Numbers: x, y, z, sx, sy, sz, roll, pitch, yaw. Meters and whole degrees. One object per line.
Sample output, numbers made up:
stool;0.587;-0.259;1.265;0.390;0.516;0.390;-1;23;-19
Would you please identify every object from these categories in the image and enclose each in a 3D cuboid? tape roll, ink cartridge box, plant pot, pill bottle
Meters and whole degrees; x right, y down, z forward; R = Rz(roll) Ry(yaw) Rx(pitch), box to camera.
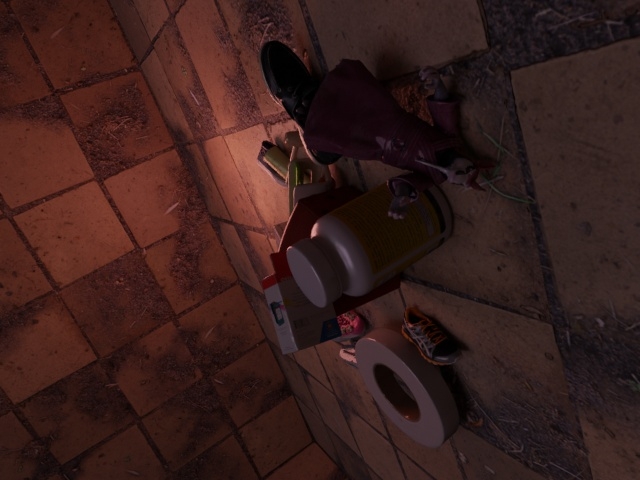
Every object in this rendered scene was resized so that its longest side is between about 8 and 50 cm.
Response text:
tape roll;0.255;0.452;1.411;0.392;0.072;0.392;44;151;32
ink cartridge box;-0.112;0.046;1.801;0.209;0.086;0.153;86;159;-47
ink cartridge box;-0.052;0.140;1.098;0.078;0.134;0.231;-30;74;52
plant pot;0.055;0.006;1.235;0.267;0.267;0.236;41;138;41
pill bottle;0.103;0.000;0.983;0.188;0.333;0.188;46;153;32

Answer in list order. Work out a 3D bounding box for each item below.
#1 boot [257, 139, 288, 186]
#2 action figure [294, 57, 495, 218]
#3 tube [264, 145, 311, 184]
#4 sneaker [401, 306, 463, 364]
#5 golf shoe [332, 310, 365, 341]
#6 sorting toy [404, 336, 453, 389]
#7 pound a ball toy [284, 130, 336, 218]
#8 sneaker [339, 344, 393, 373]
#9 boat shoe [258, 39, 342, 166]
boot;-0.146;-0.263;1.568;0.190;0.069;0.086;39;132;22
action figure;0.145;-0.180;0.872;0.370;0.248;0.275;31;-174;10
tube;-0.083;-0.209;1.493;0.240;0.062;0.070;44;-169;9
sneaker;0.290;0.255;1.226;0.215;0.084;0.083;32;139;52
golf shoe;0.088;0.333;1.755;0.140;0.115;0.306;32;157;-26
sorting toy;0.324;0.380;1.346;0.132;0.046;0.275;14;130;61
pound a ball toy;-0.029;-0.147;1.379;0.319;0.135;0.208;93;167;-45
sneaker;0.185;0.459;1.712;0.091;0.094;0.258;37;168;-37
boat shoe;-0.033;-0.346;1.139;0.113;0.127;0.340;5;123;63
